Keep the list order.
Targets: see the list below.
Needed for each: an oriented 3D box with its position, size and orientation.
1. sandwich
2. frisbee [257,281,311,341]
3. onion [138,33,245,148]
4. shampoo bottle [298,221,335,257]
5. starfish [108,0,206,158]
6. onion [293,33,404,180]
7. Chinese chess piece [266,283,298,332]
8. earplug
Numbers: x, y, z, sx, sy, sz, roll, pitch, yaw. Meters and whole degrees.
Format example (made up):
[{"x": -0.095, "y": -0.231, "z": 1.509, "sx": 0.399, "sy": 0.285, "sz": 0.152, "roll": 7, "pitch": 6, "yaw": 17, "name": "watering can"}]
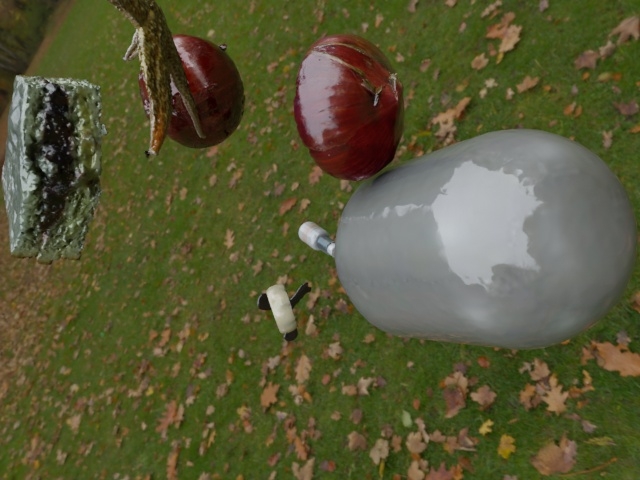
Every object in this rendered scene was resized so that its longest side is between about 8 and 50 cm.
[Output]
[{"x": -0.488, "y": -0.150, "z": 0.930, "sx": 0.325, "sy": 0.131, "sz": 0.262, "roll": -54, "pitch": 49, "yaw": 36, "name": "sandwich"}, {"x": -0.099, "y": 0.207, "z": 1.686, "sx": 0.187, "sy": 0.211, "sz": 0.012, "roll": -49, "pitch": 31, "yaw": -16, "name": "frisbee"}, {"x": -0.315, "y": -0.353, "z": 1.252, "sx": 0.276, "sy": 0.276, "sz": 0.276, "roll": -31, "pitch": 44, "yaw": 36, "name": "onion"}, {"x": 0.000, "y": 0.000, "z": 1.688, "sx": 0.074, "sy": 0.074, "sz": 0.192, "roll": -59, "pitch": 39, "yaw": 3, "name": "shampoo bottle"}, {"x": -0.340, "y": -0.357, "z": 0.969, "sx": 0.132, "sy": 0.384, "sz": 0.398, "roll": -16, "pitch": 15, "yaw": -5, "name": "starfish"}, {"x": 0.058, "y": -0.214, "z": 0.835, "sx": 0.161, "sy": 0.248, "sz": 0.248, "roll": 10, "pitch": 71, "yaw": 18, "name": "onion"}, {"x": -0.095, "y": 0.168, "z": 1.273, "sx": 0.051, "sy": 0.122, "sz": 0.122, "roll": -18, "pitch": 40, "yaw": -5, "name": "Chinese chess piece"}, {"x": 0.245, "y": 0.004, "z": 0.768, "sx": 0.394, "sy": 0.312, "sz": 0.313, "roll": -10, "pitch": 57, "yaw": 64, "name": "earplug"}]
